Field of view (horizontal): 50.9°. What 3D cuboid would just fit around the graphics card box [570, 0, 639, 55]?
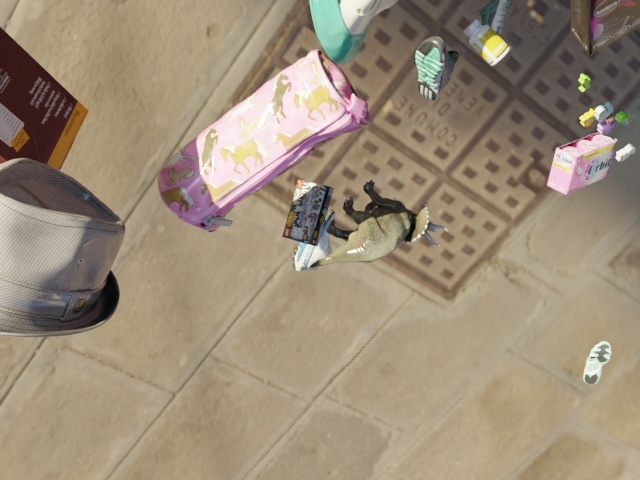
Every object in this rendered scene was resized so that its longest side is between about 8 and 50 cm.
[{"bbox_3d":[0.632,-0.554,1.370,0.232,0.094,0.371,-30,159,11],"label":"graphics card box"}]

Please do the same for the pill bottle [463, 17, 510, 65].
[{"bbox_3d":[0.421,-0.507,1.713,0.116,0.065,0.065,43,106,-8],"label":"pill bottle"}]

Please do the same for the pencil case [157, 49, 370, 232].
[{"bbox_3d":[-0.101,-0.169,1.177,0.386,0.160,0.167,-34,90,17],"label":"pencil case"}]

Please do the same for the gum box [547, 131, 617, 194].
[{"bbox_3d":[0.672,-0.199,1.716,0.188,0.062,0.107,-21,130,-31],"label":"gum box"}]

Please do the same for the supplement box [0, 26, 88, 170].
[{"bbox_3d":[-0.451,-0.161,0.900,0.129,0.191,0.194,-22,131,25],"label":"supplement box"}]

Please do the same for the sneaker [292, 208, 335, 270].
[{"bbox_3d":[0.000,0.000,1.714,0.082,0.071,0.191,12,123,-30],"label":"sneaker"}]

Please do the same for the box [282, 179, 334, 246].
[{"bbox_3d":[-0.029,-0.062,1.508,0.027,0.094,0.137,16,89,-48],"label":"box"}]

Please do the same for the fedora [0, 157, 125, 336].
[{"bbox_3d":[-0.329,-0.010,0.769,0.124,0.243,0.275,-53,156,13],"label":"fedora"}]

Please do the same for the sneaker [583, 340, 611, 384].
[{"bbox_3d":[0.559,0.237,1.361,0.038,0.069,0.098,23,113,15],"label":"sneaker"}]

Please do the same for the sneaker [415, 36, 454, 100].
[{"bbox_3d":[0.295,-0.452,1.688,0.098,0.083,0.224,-46,163,-13],"label":"sneaker"}]

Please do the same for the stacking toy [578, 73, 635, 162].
[{"bbox_3d":[0.725,-0.310,1.722,0.052,0.167,0.221,-37,147,9],"label":"stacking toy"}]

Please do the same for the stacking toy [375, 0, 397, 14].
[{"bbox_3d":[0.044,-0.769,1.497,0.480,0.351,0.350,38,108,-15],"label":"stacking toy"}]

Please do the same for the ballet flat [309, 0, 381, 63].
[{"bbox_3d":[0.027,-0.297,0.731,0.087,0.083,0.247,16,142,32],"label":"ballet flat"}]

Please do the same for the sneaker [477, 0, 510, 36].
[{"bbox_3d":[0.471,-0.633,1.848,0.076,0.065,0.167,21,107,23],"label":"sneaker"}]

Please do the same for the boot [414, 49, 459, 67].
[{"bbox_3d":[0.320,-0.509,1.871,0.045,0.099,0.121,13,137,-41],"label":"boot"}]

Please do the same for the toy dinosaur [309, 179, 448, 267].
[{"bbox_3d":[0.116,-0.023,1.405,0.313,0.160,0.121,-28,144,-32],"label":"toy dinosaur"}]
